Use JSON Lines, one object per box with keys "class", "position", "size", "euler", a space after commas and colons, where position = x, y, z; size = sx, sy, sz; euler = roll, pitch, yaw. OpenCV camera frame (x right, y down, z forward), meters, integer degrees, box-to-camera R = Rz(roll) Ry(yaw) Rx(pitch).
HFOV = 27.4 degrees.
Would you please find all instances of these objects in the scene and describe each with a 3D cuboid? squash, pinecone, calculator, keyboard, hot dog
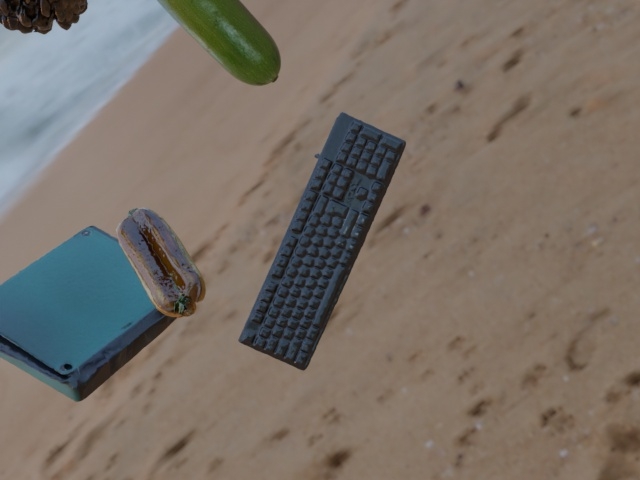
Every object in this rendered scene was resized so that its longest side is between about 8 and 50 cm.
{"class": "squash", "position": [-0.195, -0.377, 1.992], "size": [0.101, 0.379, 0.101], "euler": [-35, 26, 20]}
{"class": "pinecone", "position": [-0.535, -0.488, 2.428], "size": [0.257, 0.243, 0.243], "euler": [-17, 17, -3]}
{"class": "calculator", "position": [-0.350, 0.102, 1.908], "size": [0.248, 0.058, 0.274], "euler": [25, 47, 28]}
{"class": "keyboard", "position": [0.000, 0.000, 1.613], "size": [0.018, 0.101, 0.310], "euler": [-167, 102, -86]}
{"class": "hot dog", "position": [-0.202, 0.030, 1.688], "size": [0.072, 0.055, 0.188], "euler": [-33, 57, -3]}
